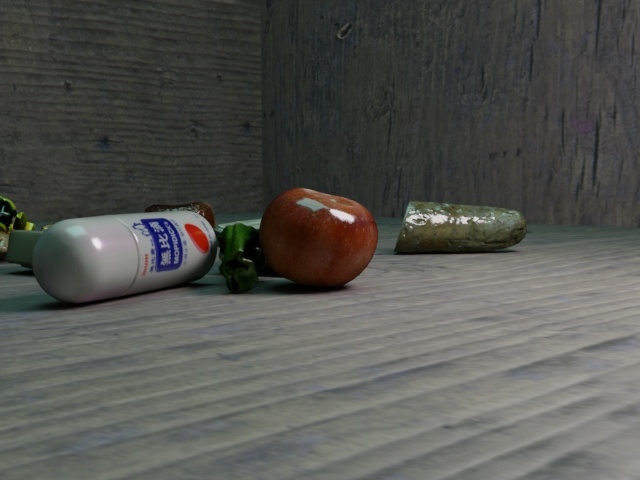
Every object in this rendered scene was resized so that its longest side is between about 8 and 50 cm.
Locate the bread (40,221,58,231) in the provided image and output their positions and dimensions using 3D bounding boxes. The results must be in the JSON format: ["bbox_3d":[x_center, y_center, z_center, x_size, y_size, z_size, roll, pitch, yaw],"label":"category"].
[{"bbox_3d":[-0.596,-0.002,1.951,0.095,0.082,0.157,3,7,11],"label":"bread"}]

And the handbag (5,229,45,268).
[{"bbox_3d":[-0.479,0.030,1.633,0.256,0.079,0.219,3,-6,33],"label":"handbag"}]

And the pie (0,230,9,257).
[{"bbox_3d":[-0.766,0.011,1.851,0.194,0.078,0.163,-4,-7,23],"label":"pie"}]

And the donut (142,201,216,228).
[{"bbox_3d":[-0.383,-0.038,2.223,0.187,0.126,0.144,1,12,21],"label":"donut"}]

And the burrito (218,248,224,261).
[{"bbox_3d":[-0.166,0.040,1.643,0.051,0.042,0.171,4,0,-21],"label":"burrito"}]

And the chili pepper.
[{"bbox_3d":[-0.135,0.019,1.386,0.084,0.099,0.253,-11,10,0],"label":"chili pepper"}]

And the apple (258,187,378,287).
[{"bbox_3d":[-0.007,0.002,1.353,0.201,0.162,0.201,16,10,-3],"label":"apple"}]

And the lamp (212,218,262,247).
[{"bbox_3d":[-0.053,0.013,1.630,0.267,0.047,0.269,16,9,15],"label":"lamp"}]

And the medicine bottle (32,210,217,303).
[{"bbox_3d":[-0.307,0.022,1.283,0.130,0.130,0.341,2,4,26],"label":"medicine bottle"}]

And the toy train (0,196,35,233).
[{"bbox_3d":[-0.854,-0.026,1.972,0.297,0.100,0.160,-4,-36,14],"label":"toy train"}]

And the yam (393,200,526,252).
[{"bbox_3d":[0.339,-0.032,1.972,0.331,0.133,0.133,0,4,-4],"label":"yam"}]
